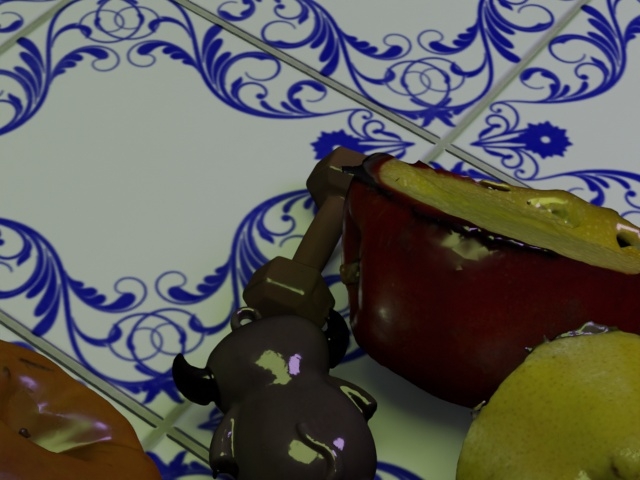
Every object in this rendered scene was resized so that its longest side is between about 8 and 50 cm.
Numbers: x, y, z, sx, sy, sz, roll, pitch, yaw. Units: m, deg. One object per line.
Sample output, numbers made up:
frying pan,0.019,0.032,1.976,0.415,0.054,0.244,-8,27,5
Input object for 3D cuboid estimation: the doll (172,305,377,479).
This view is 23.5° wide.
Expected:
doll,-0.026,0.171,1.446,0.182,0.117,0.257,-16,53,-20

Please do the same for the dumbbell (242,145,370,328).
dumbbell,0.000,0.000,1.618,0.082,0.092,0.231,-1,44,32

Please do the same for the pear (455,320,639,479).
pear,0.262,0.215,1.327,0.267,0.267,0.178,-16,11,-17

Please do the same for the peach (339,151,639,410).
peach,0.178,0.058,1.515,0.362,0.201,0.257,10,19,-19

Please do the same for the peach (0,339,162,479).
peach,-0.303,0.250,1.237,0.343,0.301,0.343,31,17,-11
